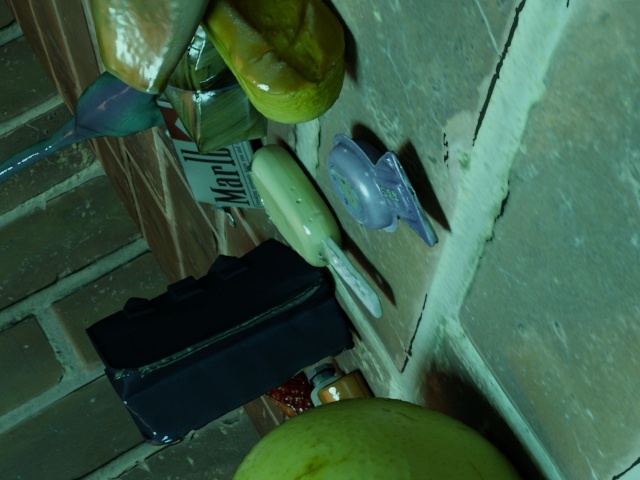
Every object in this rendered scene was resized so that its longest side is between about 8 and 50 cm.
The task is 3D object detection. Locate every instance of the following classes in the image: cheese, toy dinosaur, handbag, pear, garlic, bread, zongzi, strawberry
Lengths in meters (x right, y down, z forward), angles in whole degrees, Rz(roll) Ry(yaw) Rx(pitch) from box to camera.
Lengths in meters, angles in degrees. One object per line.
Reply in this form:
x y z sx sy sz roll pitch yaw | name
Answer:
0.000 0.000 1.556 0.255 0.050 0.127 52 165 38 | cheese
-0.307 -0.155 1.808 0.129 0.331 0.383 61 169 -6 | toy dinosaur
-0.142 0.123 1.824 0.122 0.303 0.329 68 167 -17 | handbag
0.050 -0.050 1.251 0.105 0.042 0.191 63 166 -15 | cheese
0.060 0.322 1.363 0.348 0.348 0.348 57 168 20 | pear
-0.133 -0.266 1.132 0.143 0.112 0.318 50 141 32 | garlic
-0.062 -0.214 1.216 0.245 0.102 0.094 58 174 25 | bread
-0.142 -0.242 1.471 0.221 0.112 0.242 52 157 41 | zongzi
-0.047 0.259 2.329 0.121 0.082 0.188 45 168 -31 | strawberry

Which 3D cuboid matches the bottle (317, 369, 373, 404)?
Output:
0.069 0.270 1.862 0.187 0.069 0.069 58 168 5 | bottle

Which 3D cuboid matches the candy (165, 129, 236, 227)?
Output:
-0.174 -0.098 2.085 0.182 0.046 0.053 56 165 2 | candy

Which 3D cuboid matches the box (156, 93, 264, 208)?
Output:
-0.129 -0.115 1.728 0.115 0.036 0.177 6 138 24 | box

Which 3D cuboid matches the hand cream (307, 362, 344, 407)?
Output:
0.059 0.294 1.927 0.276 0.095 0.059 59 -179 29 | hand cream
